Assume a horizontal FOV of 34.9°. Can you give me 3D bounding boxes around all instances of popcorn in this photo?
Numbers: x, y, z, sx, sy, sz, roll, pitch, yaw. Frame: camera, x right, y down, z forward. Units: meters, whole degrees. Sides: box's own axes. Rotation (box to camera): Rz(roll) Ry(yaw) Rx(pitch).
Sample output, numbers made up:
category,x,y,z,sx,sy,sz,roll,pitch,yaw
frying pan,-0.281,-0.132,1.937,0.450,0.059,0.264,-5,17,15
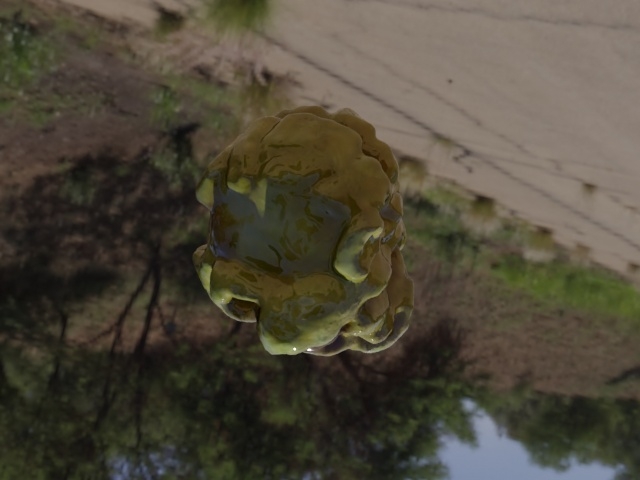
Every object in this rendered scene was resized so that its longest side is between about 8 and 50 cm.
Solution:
category,x,y,z,sx,sy,sz,roll,pitch,yaw
popcorn,0.000,0.000,0.839,0.203,0.226,0.200,46,-143,11
